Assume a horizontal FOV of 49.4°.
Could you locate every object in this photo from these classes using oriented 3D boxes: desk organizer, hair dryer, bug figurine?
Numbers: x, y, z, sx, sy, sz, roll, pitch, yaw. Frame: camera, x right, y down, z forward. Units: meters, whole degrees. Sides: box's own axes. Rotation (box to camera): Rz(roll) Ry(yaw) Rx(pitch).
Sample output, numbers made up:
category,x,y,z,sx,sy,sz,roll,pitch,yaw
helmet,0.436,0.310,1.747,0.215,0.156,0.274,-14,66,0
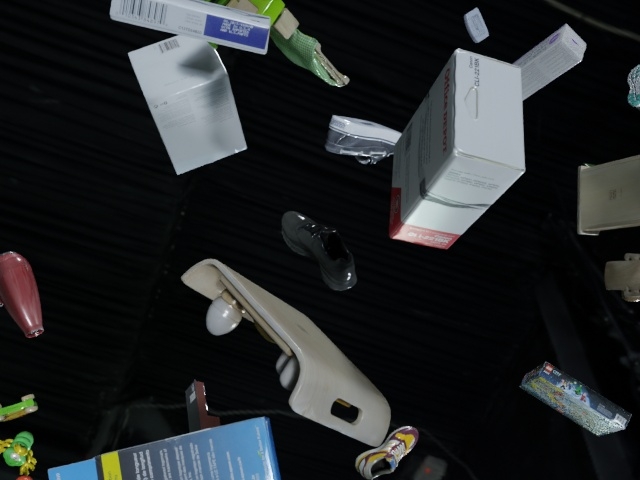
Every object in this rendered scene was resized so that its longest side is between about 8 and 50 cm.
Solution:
category,x,y,z,sx,sy,sz,roll,pitch,yaw
desk organizer,-0.249,0.366,1.477,0.047,0.050,0.130,-50,-141,30
hair dryer,-0.697,0.128,1.500,0.080,0.294,0.223,3,105,-63
bug figurine,-0.617,0.384,1.255,0.072,0.279,0.216,-52,-164,10

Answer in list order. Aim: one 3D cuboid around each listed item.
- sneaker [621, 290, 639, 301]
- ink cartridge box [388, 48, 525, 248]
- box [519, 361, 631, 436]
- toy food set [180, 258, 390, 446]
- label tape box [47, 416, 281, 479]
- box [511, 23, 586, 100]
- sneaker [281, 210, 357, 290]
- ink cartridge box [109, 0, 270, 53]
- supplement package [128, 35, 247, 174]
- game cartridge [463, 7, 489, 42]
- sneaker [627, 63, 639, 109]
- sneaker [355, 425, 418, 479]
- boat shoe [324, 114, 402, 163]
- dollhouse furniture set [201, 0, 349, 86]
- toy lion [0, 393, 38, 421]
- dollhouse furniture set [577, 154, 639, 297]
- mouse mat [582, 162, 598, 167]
category,x,y,z,sx,sy,sz,roll,pitch,yaw
sneaker,0.833,0.080,1.729,0.064,0.192,0.086,-127,-158,-62
ink cartridge box,0.210,-0.136,1.112,0.273,0.114,0.197,119,-20,-61
box,0.633,0.400,1.745,0.044,0.233,0.159,-55,170,-19
toy food set,-0.053,0.159,0.976,0.092,0.220,0.306,-50,-134,1
label tape box,-0.220,0.427,1.072,0.106,0.334,0.240,96,-18,-76
box,0.420,-0.338,1.504,0.324,0.067,0.063,-35,-158,51
sneaker,0.000,0.000,1.853,0.109,0.286,0.130,-33,149,-27
ink cartridge box,-0.186,-0.341,1.056,0.224,0.223,0.045,-104,-153,-68
supplement package,-0.328,-0.346,1.747,0.262,0.199,0.198,81,-16,-56
game cartridge,0.423,-0.584,1.893,0.056,0.083,0.017,-36,-162,-26
sneaker,0.870,-0.408,1.869,0.065,0.076,0.166,-19,-137,53
sneaker,0.181,0.538,1.742,0.186,0.069,0.084,-31,-166,-17
boat shoe,0.127,-0.246,1.781,0.108,0.301,0.102,32,-70,36
dollhouse furniture set,-0.106,-0.394,1.435,0.151,0.301,0.197,-46,-126,6
toy lion,-0.609,0.339,1.376,0.096,0.100,0.034,-37,-108,46
dollhouse furniture set,0.680,-0.030,1.322,0.198,0.304,0.286,167,-74,-73
mouse mat,0.820,-0.163,1.883,0.189,0.153,0.007,54,-49,49
